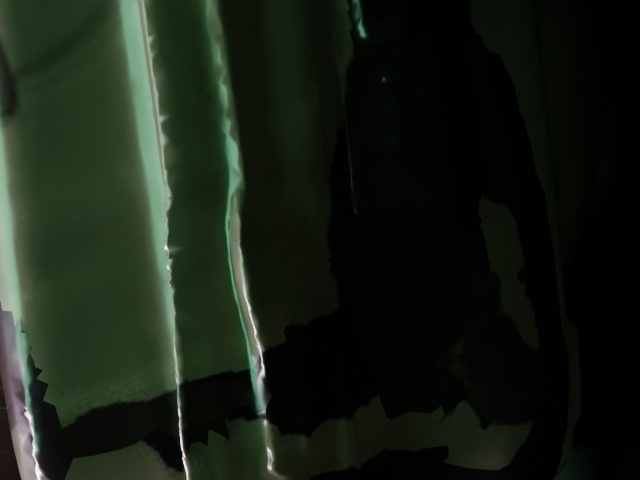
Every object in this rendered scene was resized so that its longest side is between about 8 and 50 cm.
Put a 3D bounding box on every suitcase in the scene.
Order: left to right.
[{"bbox_3d":[-0.002,-0.070,0.628,0.351,0.194,0.339,26,-123,-84],"label":"suitcase"}]

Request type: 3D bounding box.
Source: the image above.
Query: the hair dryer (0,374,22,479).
[{"bbox_3d":[-0.025,0.191,0.670,0.125,0.352,0.210,-53,9,3],"label":"hair dryer"}]
